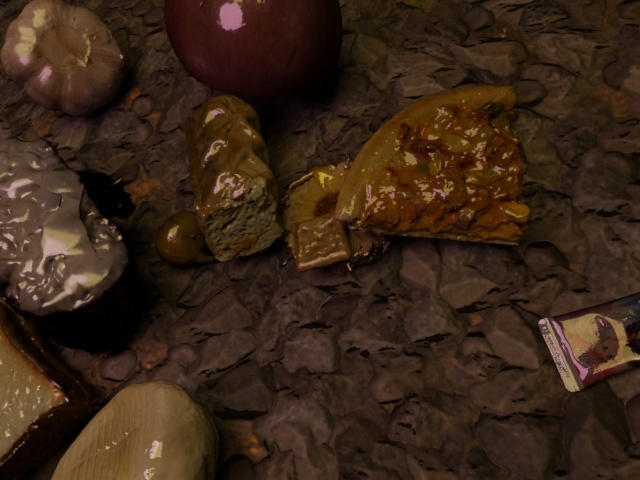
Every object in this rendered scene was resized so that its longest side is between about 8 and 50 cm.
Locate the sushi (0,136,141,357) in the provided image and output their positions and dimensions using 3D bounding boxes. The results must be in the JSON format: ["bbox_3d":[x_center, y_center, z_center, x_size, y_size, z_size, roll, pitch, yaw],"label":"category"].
[{"bbox_3d":[-0.389,-0.001,0.848,0.234,0.207,0.348,-35,65,-18],"label":"sushi"}]

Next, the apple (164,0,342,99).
[{"bbox_3d":[-0.104,-0.366,0.906,0.306,0.235,0.305,8,29,-4],"label":"apple"}]

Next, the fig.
[{"bbox_3d":[-0.208,0.007,0.868,0.098,0.082,0.084,45,50,10],"label":"fig"}]

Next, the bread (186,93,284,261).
[{"bbox_3d":[-0.141,-0.113,0.866,0.152,0.130,0.267,-44,45,30],"label":"bread"}]

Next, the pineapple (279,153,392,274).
[{"bbox_3d":[0.024,-0.034,0.843,0.221,0.047,0.221,-8,59,13],"label":"pineapple"}]

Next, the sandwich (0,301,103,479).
[{"bbox_3d":[-0.498,0.257,0.791,0.271,0.099,0.301,37,84,31],"label":"sandwich"}]

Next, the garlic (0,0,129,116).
[{"bbox_3d":[-0.491,-0.343,1.084,0.218,0.218,0.212,-53,23,-14],"label":"garlic"}]

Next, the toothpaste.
[{"bbox_3d":[0.411,0.099,0.672,0.266,0.061,0.096,-20,61,11],"label":"toothpaste"}]

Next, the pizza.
[{"bbox_3d":[0.158,-0.125,0.796,0.269,0.087,0.257,3,60,0],"label":"pizza"}]

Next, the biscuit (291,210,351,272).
[{"bbox_3d":[0.000,0.000,0.793,0.081,0.018,0.083,-15,58,10],"label":"biscuit"}]

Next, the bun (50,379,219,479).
[{"bbox_3d":[-0.220,0.296,0.689,0.229,0.145,0.229,-29,33,22],"label":"bun"}]
